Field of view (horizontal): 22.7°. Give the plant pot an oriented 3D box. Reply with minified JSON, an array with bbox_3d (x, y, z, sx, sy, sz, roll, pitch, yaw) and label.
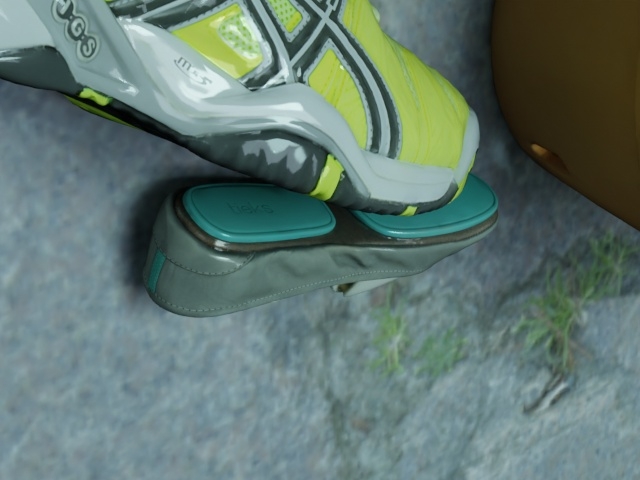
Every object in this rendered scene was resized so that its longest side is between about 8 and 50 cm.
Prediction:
[{"bbox_3d":[0.234,-0.112,0.889,0.291,0.203,0.290,-15,113,-37],"label":"plant pot"}]

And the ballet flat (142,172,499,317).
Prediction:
[{"bbox_3d":[0.000,0.000,0.829,0.213,0.072,0.068,-6,135,-39],"label":"ballet flat"}]

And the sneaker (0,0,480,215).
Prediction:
[{"bbox_3d":[-0.054,-0.114,0.684,0.385,0.145,0.147,20,91,-44],"label":"sneaker"}]
